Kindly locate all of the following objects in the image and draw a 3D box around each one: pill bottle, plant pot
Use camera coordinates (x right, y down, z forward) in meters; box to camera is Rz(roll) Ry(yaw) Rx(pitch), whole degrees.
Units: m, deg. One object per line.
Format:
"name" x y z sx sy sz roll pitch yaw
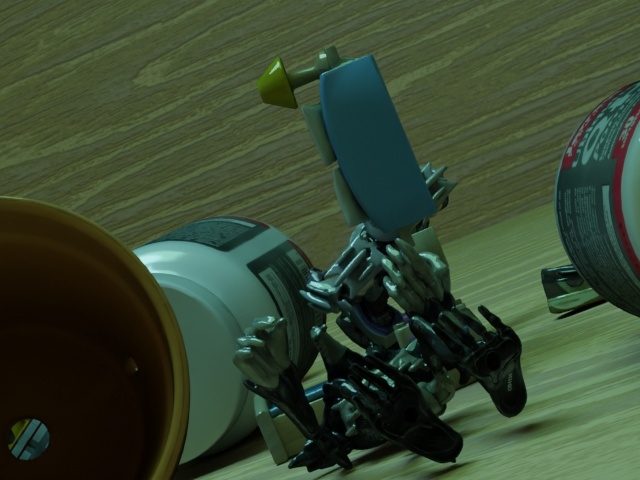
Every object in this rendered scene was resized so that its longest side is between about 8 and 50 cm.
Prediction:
"pill bottle" -0.123 0.095 1.754 0.210 0.210 0.363 -22 2 12
"plant pot" -0.236 0.132 1.361 0.291 0.291 0.203 -23 -14 -6
"pill bottle" 0.254 -0.029 1.198 0.176 0.176 0.318 -23 1 -4

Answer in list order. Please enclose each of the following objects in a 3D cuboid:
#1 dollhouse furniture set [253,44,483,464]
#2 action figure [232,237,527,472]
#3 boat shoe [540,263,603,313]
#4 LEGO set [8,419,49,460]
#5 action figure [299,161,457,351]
"dollhouse furniture set" 0.000 0.000 1.556 0.198 0.303 0.286 -22 1 1
"action figure" 0.039 0.082 1.240 0.164 0.141 0.275 -35 6 -15
"boat shoe" 0.271 0.021 1.625 0.152 0.049 0.056 -22 1 9
"LEGO set" -0.336 0.226 1.621 0.255 0.192 0.331 -56 -9 -14
"action figure" 0.064 0.022 1.790 0.185 0.099 0.285 -37 -27 -13
